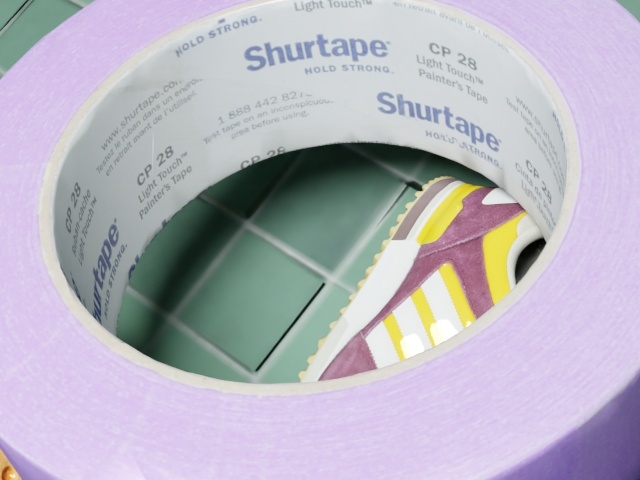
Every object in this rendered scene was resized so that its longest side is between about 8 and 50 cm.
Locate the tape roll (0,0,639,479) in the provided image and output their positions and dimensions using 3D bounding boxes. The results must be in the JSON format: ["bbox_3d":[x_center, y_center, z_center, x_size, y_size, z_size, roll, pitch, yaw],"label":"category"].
[{"bbox_3d":[0.000,0.000,0.445,0.274,0.090,0.275,-5,50,6],"label":"tape roll"}]

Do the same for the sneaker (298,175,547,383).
[{"bbox_3d":[0.050,0.056,0.493,0.084,0.069,0.185,15,69,35],"label":"sneaker"}]

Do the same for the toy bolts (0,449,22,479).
[{"bbox_3d":[-0.194,0.108,0.487,0.158,0.218,0.229,2,68,40],"label":"toy bolts"}]
